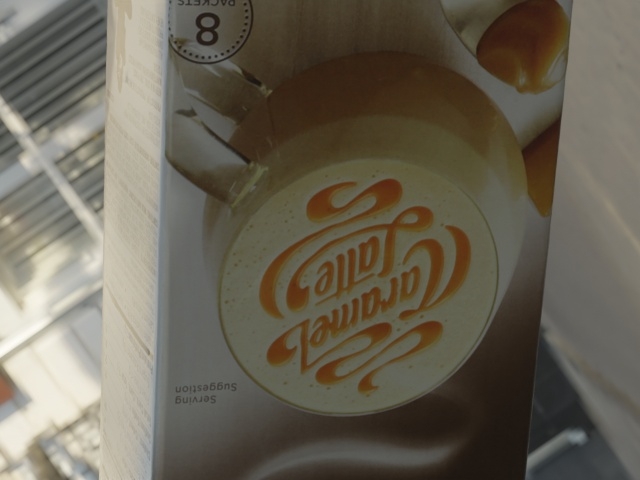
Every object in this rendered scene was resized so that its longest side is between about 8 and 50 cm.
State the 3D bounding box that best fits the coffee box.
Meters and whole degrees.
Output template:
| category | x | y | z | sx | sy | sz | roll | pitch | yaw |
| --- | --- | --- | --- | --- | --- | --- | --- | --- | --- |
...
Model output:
| category | x | y | z | sx | sy | sz | roll | pitch | yaw |
| --- | --- | --- | --- | --- | --- | --- | --- | --- | --- |
| coffee box | 0.000 | 0.000 | 0.540 | 0.098 | 0.141 | 0.246 | -139 | 49 | -64 |
